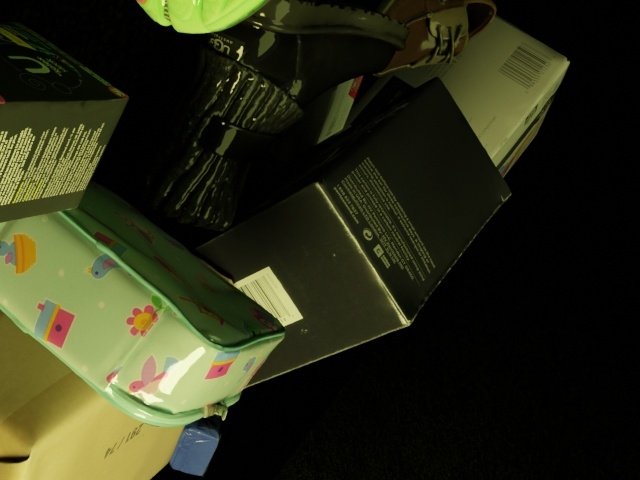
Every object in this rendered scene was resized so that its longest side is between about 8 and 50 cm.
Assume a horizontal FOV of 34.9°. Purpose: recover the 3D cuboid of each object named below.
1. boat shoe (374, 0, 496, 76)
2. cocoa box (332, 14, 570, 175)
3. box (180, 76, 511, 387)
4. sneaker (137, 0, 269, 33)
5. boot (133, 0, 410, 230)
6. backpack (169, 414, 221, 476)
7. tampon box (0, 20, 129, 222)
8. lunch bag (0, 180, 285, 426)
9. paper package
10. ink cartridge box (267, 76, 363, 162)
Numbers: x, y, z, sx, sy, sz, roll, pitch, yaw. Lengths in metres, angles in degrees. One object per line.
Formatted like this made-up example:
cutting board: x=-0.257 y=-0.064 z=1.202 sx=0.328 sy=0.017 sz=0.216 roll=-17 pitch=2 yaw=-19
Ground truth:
boat shoe: x=0.164 y=-0.317 z=1.491 sx=0.324 sy=0.116 sz=0.123 roll=-42 pitch=160 yaw=-43
cocoa box: x=0.203 y=-0.181 z=1.676 sx=0.347 sy=0.231 sz=0.228 roll=-50 pitch=165 yaw=-22
box: x=0.000 y=0.000 z=1.218 sx=0.343 sy=0.179 sz=0.312 roll=-26 pitch=-169 yaw=39
sneaker: x=0.012 y=-0.367 z=0.782 sx=0.483 sy=0.185 sz=0.202 roll=-58 pitch=161 yaw=12
boot: x=-0.051 y=-0.152 z=1.121 sx=0.348 sy=0.131 sz=0.260 roll=-8 pitch=124 yaw=-57
backpack: x=-0.212 y=0.300 z=1.650 sx=0.098 sy=0.101 sz=0.120 roll=-58 pitch=-162 yaw=23
tampon box: x=-0.239 y=-0.085 z=0.703 sx=0.101 sy=0.120 sz=0.161 roll=-61 pitch=165 yaw=19
lunch bag: x=-0.170 y=0.047 z=0.888 sx=0.108 sy=0.279 sz=0.224 roll=-53 pitch=168 yaw=5
paper package: x=-0.275 y=0.183 z=1.068 sx=0.325 sy=0.168 sz=0.310 roll=-38 pitch=157 yaw=-52
ink cartridge box: x=-0.014 y=-0.180 z=1.323 sx=0.150 sy=0.063 sz=0.109 roll=-36 pitch=156 yaw=-51
